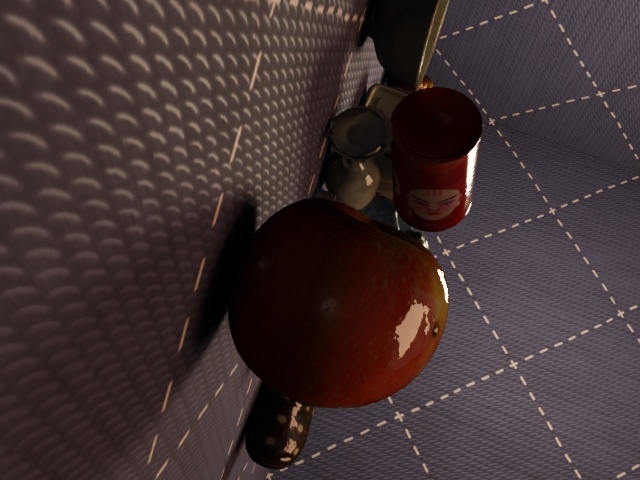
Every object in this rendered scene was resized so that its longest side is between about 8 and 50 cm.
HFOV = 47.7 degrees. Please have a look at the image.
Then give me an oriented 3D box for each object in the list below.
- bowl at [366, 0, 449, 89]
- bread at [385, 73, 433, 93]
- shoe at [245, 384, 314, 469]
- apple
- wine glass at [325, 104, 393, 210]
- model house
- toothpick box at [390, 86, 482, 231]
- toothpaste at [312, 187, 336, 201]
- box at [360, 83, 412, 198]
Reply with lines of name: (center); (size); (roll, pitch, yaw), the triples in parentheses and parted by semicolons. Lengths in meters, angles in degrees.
bowl: (0.189, -0.489, 1.587); (0.289, 0.146, 0.289); (19, 90, -82)
bread: (0.249, -0.382, 2.387); (0.109, 0.185, 0.381); (-7, 124, -31)
shoe: (-0.078, 0.438, 2.026); (0.384, 0.171, 0.237); (-64, 178, -54)
apple: (0.024, 0.095, 1.124); (0.277, 0.348, 0.348); (-65, 175, 8)
wine glass: (0.078, -0.174, 1.646); (0.321, 0.143, 0.143); (100, 11, -69)
model house: (0.170, -0.065, 2.392); (0.360, 0.297, 0.339); (87, -9, -76)
toothpick box: (0.267, -0.180, 1.705); (0.333, 0.204, 0.204); (73, 36, -64)
toothpaste: (-0.009, -0.032, 1.633); (0.044, 0.070, 0.193); (105, 8, -51)
box: (0.171, -0.259, 1.979); (0.167, 0.193, 0.294); (106, 6, -86)
